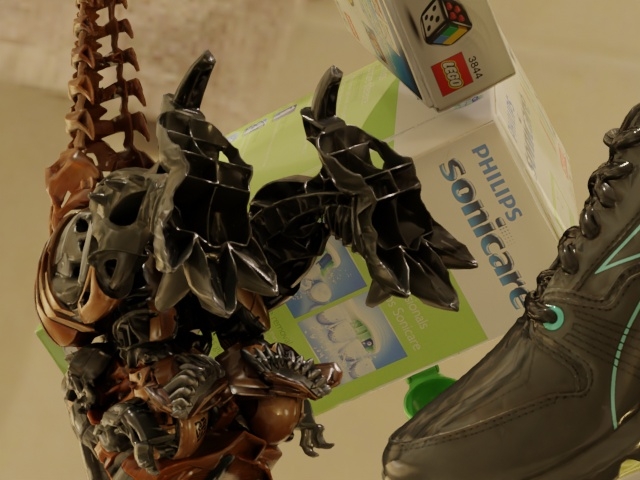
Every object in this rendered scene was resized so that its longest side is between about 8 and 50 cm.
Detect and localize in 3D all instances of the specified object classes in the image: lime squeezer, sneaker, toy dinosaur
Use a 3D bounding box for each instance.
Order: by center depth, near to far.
[{"bbox_3d":[0.126,0.004,0.632,0.267,0.106,0.101,-35,7,1],"label":"sneaker"},{"bbox_3d":[-0.074,0.022,0.801,0.164,0.322,0.218,-29,-2,-45],"label":"toy dinosaur"},{"bbox_3d":[0.078,0.092,1.387,0.059,0.310,0.110,-23,-22,7],"label":"lime squeezer"}]

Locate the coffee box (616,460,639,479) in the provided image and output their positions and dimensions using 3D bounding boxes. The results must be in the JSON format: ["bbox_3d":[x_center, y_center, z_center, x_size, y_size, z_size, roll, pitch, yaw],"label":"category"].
[{"bbox_3d":[0.416,0.061,0.980,0.334,0.338,0.338,33,-24,-5],"label":"coffee box"}]

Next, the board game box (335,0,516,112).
[{"bbox_3d":[0.001,-0.231,0.897,0.053,0.305,0.193,-26,23,-3],"label":"board game box"}]

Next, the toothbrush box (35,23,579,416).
[{"bbox_3d":[0.000,0.000,1.005,0.283,0.122,0.206,-26,19,14],"label":"toothbrush box"}]
